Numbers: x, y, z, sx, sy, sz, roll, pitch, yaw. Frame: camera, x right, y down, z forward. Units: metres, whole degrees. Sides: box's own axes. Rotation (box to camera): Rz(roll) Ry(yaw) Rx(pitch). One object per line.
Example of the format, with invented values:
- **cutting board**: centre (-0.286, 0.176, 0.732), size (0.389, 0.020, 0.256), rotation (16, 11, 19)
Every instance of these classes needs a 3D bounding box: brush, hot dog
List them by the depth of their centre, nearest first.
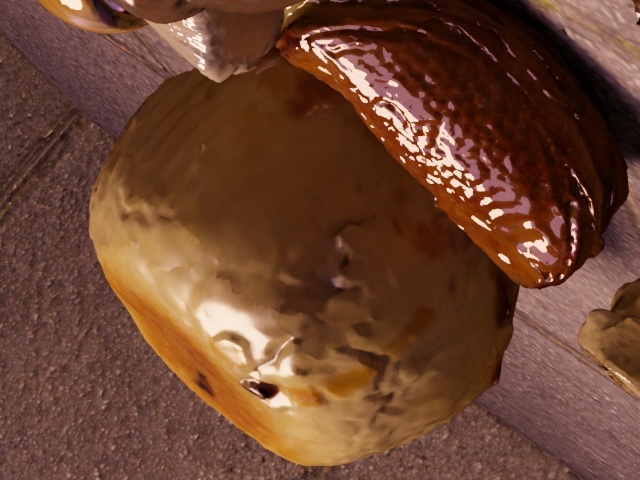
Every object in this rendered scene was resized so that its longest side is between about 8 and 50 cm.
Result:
- **hot dog**: centre (0.093, -0.093, 1.284), size (0.272, 0.122, 0.196), rotation (45, 171, -9)
- **brush**: centre (-0.119, -0.250, 1.293), size (0.166, 0.174, 0.266), rotation (20, 148, 31)

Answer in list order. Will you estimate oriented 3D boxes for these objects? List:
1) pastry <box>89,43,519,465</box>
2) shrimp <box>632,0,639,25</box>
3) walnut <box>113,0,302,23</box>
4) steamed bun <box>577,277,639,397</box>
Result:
- **pastry**: centre (0.000, 0.000, 1.587), size (0.388, 0.312, 0.388), rotation (38, 162, 15)
- **shrimp**: centre (0.207, -0.101, 0.923), size (0.184, 0.043, 0.091), rotation (35, 176, 25)
- **walnut**: centre (-0.075, -0.222, 1.042), size (0.224, 0.224, 0.224), rotation (39, 173, 5)
- **steamed bun**: centre (0.313, 0.111, 1.513), size (0.177, 0.106, 0.192), rotation (41, -177, -46)
